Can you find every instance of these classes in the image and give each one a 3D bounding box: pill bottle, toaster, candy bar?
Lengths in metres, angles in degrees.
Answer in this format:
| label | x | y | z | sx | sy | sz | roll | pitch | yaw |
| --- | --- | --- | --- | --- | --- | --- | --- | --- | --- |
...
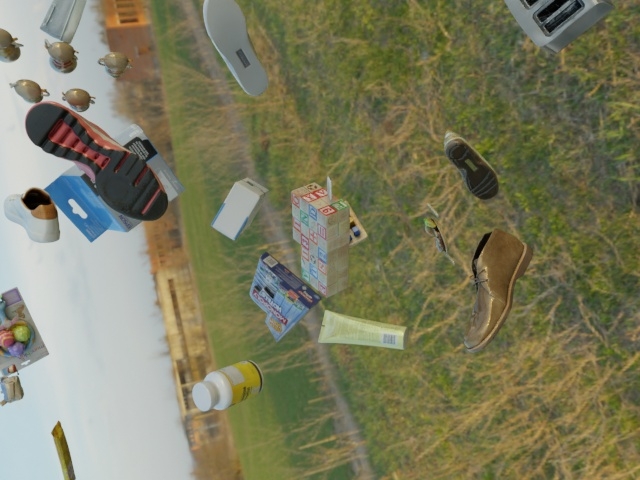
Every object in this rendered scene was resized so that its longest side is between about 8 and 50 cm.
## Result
| label | x | y | z | sx | sy | sz | roll | pitch | yaw |
| --- | --- | --- | --- | --- | --- | --- | --- | --- | --- |
| pill bottle | -0.248 | 0.392 | 1.638 | 0.103 | 0.184 | 0.103 | 7 | 101 | 39 |
| toaster | 0.506 | -0.515 | 1.326 | 0.185 | 0.110 | 0.168 | -38 | 73 | 34 |
| candy bar | -0.545 | 0.460 | 1.297 | 0.040 | 0.018 | 0.162 | -91 | -1 | -67 |

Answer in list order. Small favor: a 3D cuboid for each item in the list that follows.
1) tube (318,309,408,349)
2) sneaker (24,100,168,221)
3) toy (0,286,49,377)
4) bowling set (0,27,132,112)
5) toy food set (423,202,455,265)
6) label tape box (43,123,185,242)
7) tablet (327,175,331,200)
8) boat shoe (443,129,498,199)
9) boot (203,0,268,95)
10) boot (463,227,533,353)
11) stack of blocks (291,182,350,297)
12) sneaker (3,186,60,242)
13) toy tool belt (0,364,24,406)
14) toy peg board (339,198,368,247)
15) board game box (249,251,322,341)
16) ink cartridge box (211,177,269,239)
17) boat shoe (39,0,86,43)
| label | x | y | z | sx | sy | sz | roll | pitch | yaw |
| --- | --- | --- | --- | --- | --- | --- | --- | --- | --- |
| tube | 0.114 | 0.245 | 1.640 | 0.070 | 0.240 | 0.062 | -51 | -39 | -56 |
| sneaker | -0.429 | -0.169 | 1.233 | 0.314 | 0.116 | 0.136 | 42 | -172 | -15 |
| toy | -0.886 | 0.268 | 1.753 | 0.056 | 0.137 | 0.237 | 11 | 123 | 53 |
| bowling set | -0.536 | -0.310 | 1.256 | 0.154 | 0.287 | 0.200 | -170 | 82 | -69 |
| toy food set | 0.362 | -0.012 | 1.913 | 0.132 | 0.038 | 0.192 | -106 | -6 | -70 |
| label tape box | -0.644 | -0.162 | 1.930 | 0.115 | 0.347 | 0.249 | 35 | 160 | 49 |
| tablet | 0.024 | -0.145 | 1.697 | 0.083 | 0.006 | 0.054 | -109 | 18 | -73 |
| boat shoe | 0.324 | -0.166 | 1.310 | 0.190 | 0.068 | 0.072 | 47 | -155 | -36 |
| boot | -0.213 | -0.466 | 1.439 | 0.123 | 0.095 | 0.258 | 48 | 166 | 50 |
| boot | 0.368 | 0.106 | 1.366 | 0.305 | 0.115 | 0.112 | -60 | 13 | -27 |
| stack of blocks | 0.000 | 0.000 | 1.822 | 0.171 | 0.087 | 0.297 | 37 | 140 | 42 |
| sneaker | -0.765 | -0.097 | 1.634 | 0.290 | 0.106 | 0.123 | 26 | 116 | 41 |
| toy tool belt | -0.708 | 0.328 | 1.382 | 0.052 | 0.051 | 0.083 | 139 | 113 | -71 |
| toy peg board | 0.050 | -0.048 | 2.061 | 0.161 | 0.161 | 0.079 | 61 | 180 | 27 |
| board game box | -0.108 | 0.160 | 1.572 | 0.194 | 0.060 | 0.194 | 38 | 135 | 18 |
| ink cartridge box | -0.219 | -0.092 | 1.695 | 0.140 | 0.082 | 0.191 | -58 | 4 | 10 |
| boat shoe | -0.504 | -0.513 | 1.222 | 0.228 | 0.081 | 0.079 | -65 | 27 | 16 |
